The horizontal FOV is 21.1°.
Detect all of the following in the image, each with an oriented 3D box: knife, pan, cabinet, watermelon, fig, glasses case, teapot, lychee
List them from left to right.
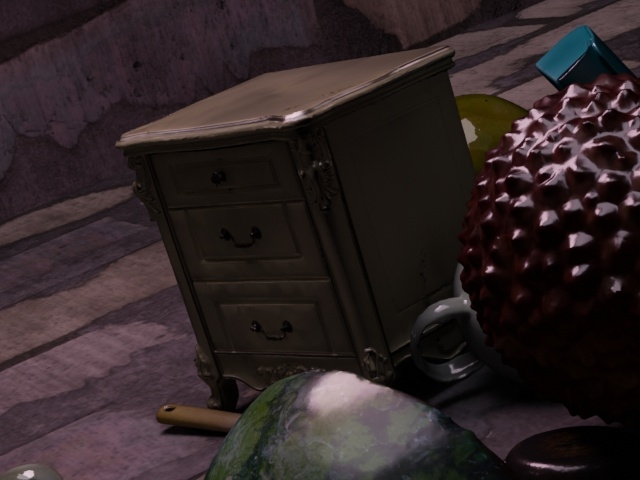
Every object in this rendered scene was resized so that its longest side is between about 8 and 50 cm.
[{"bbox_3d":[-0.068,0.189,1.716,0.298,0.017,0.047,1,25,43],"label":"knife"},{"bbox_3d":[0.000,0.000,1.737,0.290,0.318,0.227,-2,20,47],"label":"cabinet"},{"bbox_3d":[0.018,0.206,1.219,0.180,0.224,0.305,16,-21,-33],"label":"watermelon"},{"bbox_3d":[0.202,-0.063,2.048,0.225,0.203,0.203,20,17,-1],"label":"fig"},{"bbox_3d":[0.158,0.188,1.393,0.212,0.040,0.115,-14,9,15],"label":"pan"},{"bbox_3d":[0.212,0.037,1.600,0.294,0.129,0.193,-32,45,3],"label":"teapot"},{"bbox_3d":[0.269,0.010,1.383,0.306,0.306,0.330,-26,18,-27],"label":"lychee"},{"bbox_3d":[0.337,-0.076,1.644,0.070,0.301,0.117,-43,14,7],"label":"glasses case"}]

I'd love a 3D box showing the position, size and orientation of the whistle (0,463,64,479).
[{"bbox_3d":[-0.334,0.270,1.638,0.236,0.077,0.114,-19,-17,19],"label":"whistle"}]
